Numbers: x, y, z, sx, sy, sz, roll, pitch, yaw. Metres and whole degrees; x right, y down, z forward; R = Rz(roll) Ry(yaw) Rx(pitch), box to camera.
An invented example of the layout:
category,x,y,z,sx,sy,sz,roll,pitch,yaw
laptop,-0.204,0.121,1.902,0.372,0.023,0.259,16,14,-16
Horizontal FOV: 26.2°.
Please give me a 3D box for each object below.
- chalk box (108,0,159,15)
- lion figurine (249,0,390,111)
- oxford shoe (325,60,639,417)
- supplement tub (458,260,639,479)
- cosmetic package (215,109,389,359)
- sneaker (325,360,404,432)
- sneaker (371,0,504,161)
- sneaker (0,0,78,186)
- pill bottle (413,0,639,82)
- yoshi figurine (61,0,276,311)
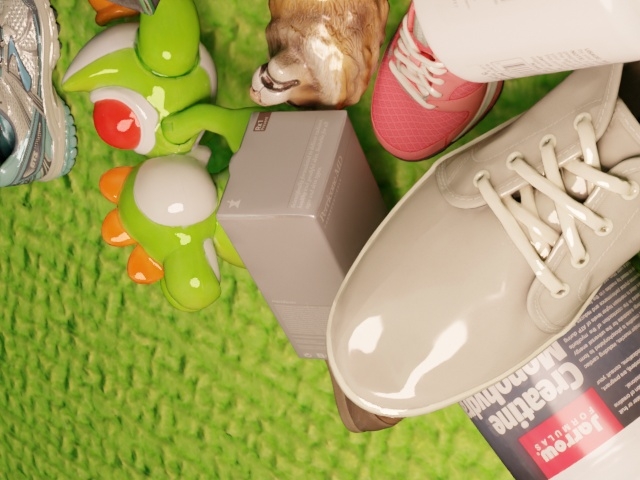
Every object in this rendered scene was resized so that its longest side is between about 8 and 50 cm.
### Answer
category,x,y,z,sx,sy,sz,roll,pitch,yaw
chalk box,-0.190,-0.300,1.235,0.213,0.132,0.132,19,166,10
lion figurine,-0.038,-0.313,1.234,0.240,0.142,0.392,109,145,-67
oxford shoe,0.179,-0.033,1.021,0.449,0.130,0.169,-38,81,9
supplement tub,0.214,0.110,1.169,0.272,0.191,0.191,53,134,9
cosmetic package,0.000,0.000,1.267,0.107,0.127,0.238,2,146,20
sneaker,0.039,0.108,1.423,0.071,0.066,0.188,-12,107,27
sneaker,0.104,-0.183,1.166,0.116,0.136,0.314,46,133,16
sneaker,-0.366,-0.194,1.579,0.110,0.122,0.283,-1,109,41
pill bottle,0.187,-0.184,0.931,0.229,0.131,0.131,-3,108,45
yoshi figurine,-0.113,-0.115,1.376,0.203,0.203,0.362,-11,88,21
